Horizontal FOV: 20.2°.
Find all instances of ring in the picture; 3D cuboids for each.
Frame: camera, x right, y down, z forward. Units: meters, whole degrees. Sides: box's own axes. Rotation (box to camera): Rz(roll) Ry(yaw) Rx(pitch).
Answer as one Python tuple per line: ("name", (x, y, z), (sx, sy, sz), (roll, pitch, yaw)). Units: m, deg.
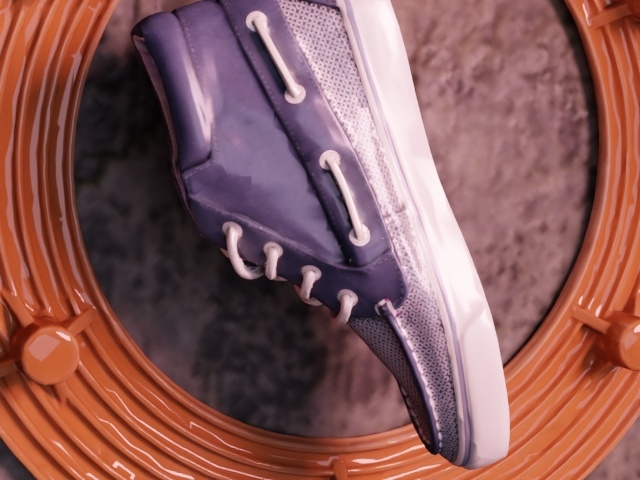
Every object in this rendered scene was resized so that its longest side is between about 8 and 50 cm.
("ring", (0.016, -0.030, 0.673), (0.336, 0.032, 0.337), (-3, 99, -22))

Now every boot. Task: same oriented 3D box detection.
("boot", (0.000, 0.000, 0.624), (0.086, 0.069, 0.190), (-19, 95, -12))
